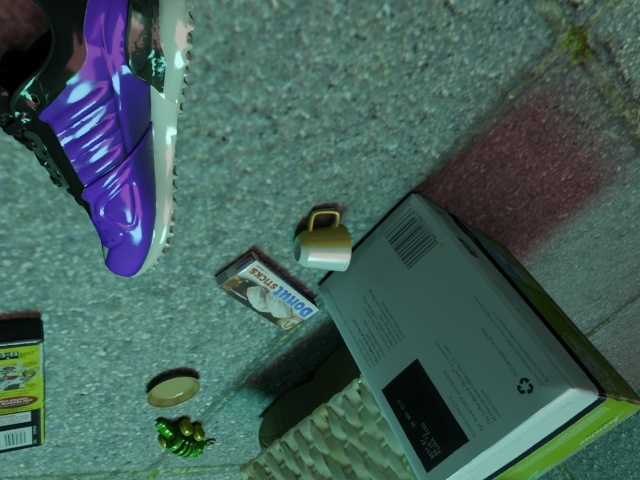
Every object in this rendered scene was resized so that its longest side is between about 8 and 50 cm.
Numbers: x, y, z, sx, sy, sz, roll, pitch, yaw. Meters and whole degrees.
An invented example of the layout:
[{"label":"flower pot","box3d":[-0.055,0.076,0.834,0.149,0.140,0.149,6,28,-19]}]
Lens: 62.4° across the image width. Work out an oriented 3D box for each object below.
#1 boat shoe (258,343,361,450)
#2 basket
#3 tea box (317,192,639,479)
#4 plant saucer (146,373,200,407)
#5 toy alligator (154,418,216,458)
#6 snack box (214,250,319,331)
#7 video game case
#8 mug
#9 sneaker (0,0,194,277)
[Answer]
[{"label":"boat shoe","box3d":[0.003,0.304,0.983,0.285,0.103,0.092,-47,134,12]},{"label":"basket","box3d":[0.105,0.423,0.839,0.328,0.331,0.266,-40,147,9]},{"label":"tea box","box3d":[0.227,0.153,0.770,0.220,0.329,0.323,-46,140,19]},{"label":"plant saucer","box3d":[-0.231,0.233,0.828,0.083,0.015,0.083,-17,140,-15]},{"label":"toy alligator","box3d":[-0.231,0.366,0.944,0.056,0.051,0.189,-30,141,2]},{"label":"snack box","box3d":[-0.070,0.077,0.750,0.064,0.022,0.178,-36,141,7]},{"label":"video game case","box3d":[-0.479,0.195,0.622,0.275,0.035,0.248,-2,134,-29]},{"label":"mug","box3d":[-0.001,0.003,0.695,0.064,0.078,0.062,-1,167,-18]},{"label":"sneaker","box3d":[-0.195,-0.091,0.439,0.146,0.102,0.293,-1,129,-25]}]
